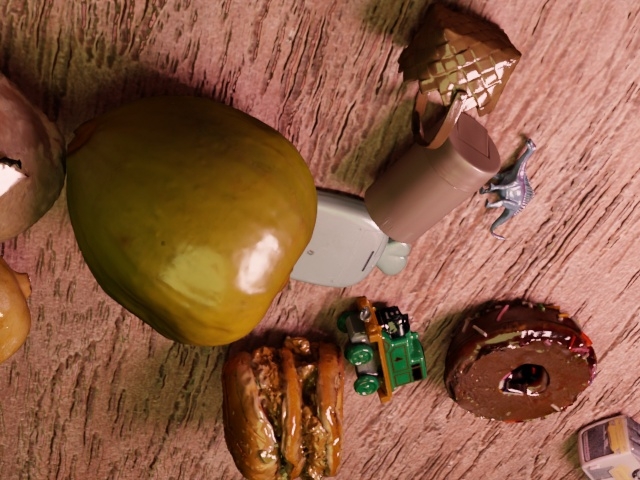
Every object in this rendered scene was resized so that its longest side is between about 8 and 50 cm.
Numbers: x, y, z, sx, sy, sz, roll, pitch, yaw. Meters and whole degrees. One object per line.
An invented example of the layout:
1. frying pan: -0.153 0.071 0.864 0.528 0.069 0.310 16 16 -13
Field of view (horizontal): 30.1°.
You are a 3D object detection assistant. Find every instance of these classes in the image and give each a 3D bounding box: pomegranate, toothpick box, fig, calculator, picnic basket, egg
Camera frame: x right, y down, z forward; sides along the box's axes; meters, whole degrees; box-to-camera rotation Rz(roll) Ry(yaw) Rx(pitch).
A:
1. pomegranate: -0.552 0.105 1.792 0.233 0.233 0.233 -1 136 -1
2. toothpick box: 0.159 -0.088 1.694 0.111 0.111 0.181 27 130 -27
3. fig: -0.181 -0.040 1.592 0.343 0.343 0.343 -1 136 -1
4. calculator: 0.000 0.000 1.826 0.295 0.042 0.184 13 134 -14
5. picnic basket: 0.164 -0.205 1.558 0.138 0.128 0.178 18 123 -18
6. egg: -0.487 -0.110 1.542 0.310 0.279 0.279 28 129 -33

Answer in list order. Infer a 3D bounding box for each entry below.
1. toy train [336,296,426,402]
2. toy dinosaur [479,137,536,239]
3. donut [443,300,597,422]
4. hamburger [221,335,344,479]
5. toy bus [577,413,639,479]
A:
1. toy train: 0.107 0.180 1.990 0.136 0.091 0.227 -13 135 -4
2. toy dinosaur: 0.278 -0.072 1.763 0.080 0.045 0.197 -3 133 -14
3. donut: 0.335 0.206 2.015 0.270 0.103 0.269 -2 138 -2
4. hamburger: -0.059 0.297 2.005 0.211 0.245 0.260 -2 162 -7
5. toy bus: 0.610 0.457 2.295 0.138 0.097 0.342 -20 135 26
